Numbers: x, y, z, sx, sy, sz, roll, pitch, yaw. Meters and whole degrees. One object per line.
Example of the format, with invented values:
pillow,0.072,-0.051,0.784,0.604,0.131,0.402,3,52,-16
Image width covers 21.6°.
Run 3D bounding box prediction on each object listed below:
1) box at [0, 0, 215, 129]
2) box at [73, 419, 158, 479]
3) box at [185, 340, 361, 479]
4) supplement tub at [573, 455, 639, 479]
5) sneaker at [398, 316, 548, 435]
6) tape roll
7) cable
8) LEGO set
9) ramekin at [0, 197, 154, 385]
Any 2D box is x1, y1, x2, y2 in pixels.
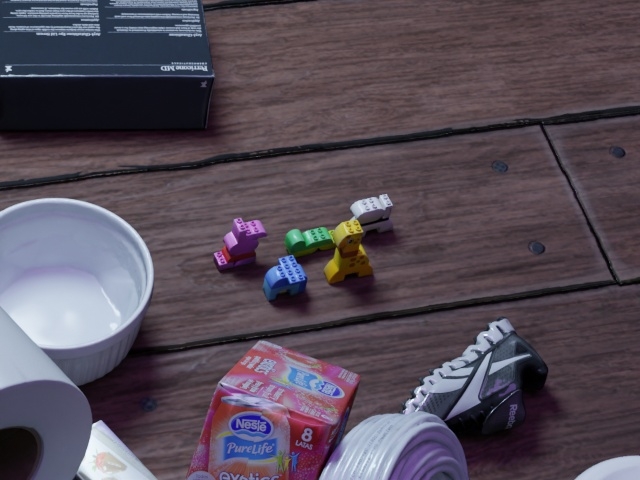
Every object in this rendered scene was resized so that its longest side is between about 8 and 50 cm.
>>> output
box,-0.274,-0.235,2.089,0.261,0.103,0.184,-1,49,-12
box,-0.147,0.318,1.691,0.063,0.067,0.324,-33,63,-31
box,-0.044,0.195,1.682,0.123,0.128,0.257,19,7,5
supplement tub,0.287,0.350,1.612,0.191,0.272,0.191,5,51,-6
sneaker,0.170,0.179,1.854,0.106,0.078,0.234,37,52,22
tape roll,-0.365,0.178,1.602,0.246,0.246,0.169,-29,54,-29
cable,0.068,0.290,1.629,0.089,0.257,0.257,7,25,27
LEGO set,0.000,0.000,1.956,0.227,0.093,0.087,-14,55,-21
ramekin,-0.289,0.065,1.840,0.207,0.109,0.207,6,51,-7
